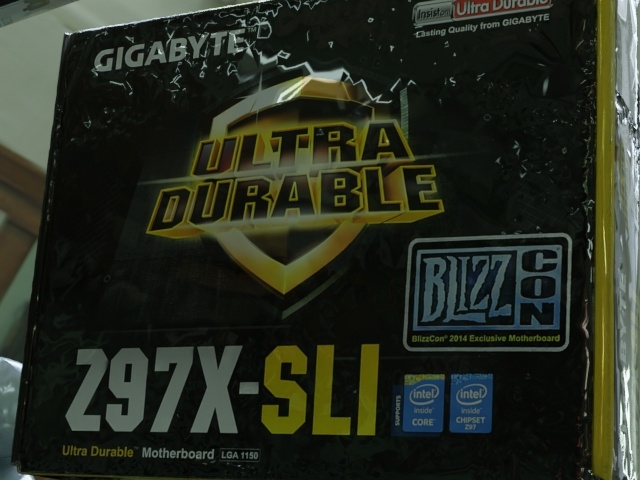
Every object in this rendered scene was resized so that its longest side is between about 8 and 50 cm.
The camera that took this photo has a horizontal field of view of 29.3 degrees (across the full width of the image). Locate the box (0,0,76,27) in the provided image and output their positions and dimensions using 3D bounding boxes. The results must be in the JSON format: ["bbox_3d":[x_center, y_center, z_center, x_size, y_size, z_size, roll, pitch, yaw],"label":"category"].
[{"bbox_3d":[-0.275,-0.333,1.411,0.169,0.290,0.087,-166,-125,-77],"label":"box"}]

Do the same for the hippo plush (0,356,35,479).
[{"bbox_3d":[-0.292,0.234,1.177,0.234,0.237,0.294,10,-18,-16],"label":"hippo plush"}]

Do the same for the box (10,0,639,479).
[{"bbox_3d":[0.000,0.000,0.636,0.322,0.257,0.079,-3,-14,26],"label":"box"}]
